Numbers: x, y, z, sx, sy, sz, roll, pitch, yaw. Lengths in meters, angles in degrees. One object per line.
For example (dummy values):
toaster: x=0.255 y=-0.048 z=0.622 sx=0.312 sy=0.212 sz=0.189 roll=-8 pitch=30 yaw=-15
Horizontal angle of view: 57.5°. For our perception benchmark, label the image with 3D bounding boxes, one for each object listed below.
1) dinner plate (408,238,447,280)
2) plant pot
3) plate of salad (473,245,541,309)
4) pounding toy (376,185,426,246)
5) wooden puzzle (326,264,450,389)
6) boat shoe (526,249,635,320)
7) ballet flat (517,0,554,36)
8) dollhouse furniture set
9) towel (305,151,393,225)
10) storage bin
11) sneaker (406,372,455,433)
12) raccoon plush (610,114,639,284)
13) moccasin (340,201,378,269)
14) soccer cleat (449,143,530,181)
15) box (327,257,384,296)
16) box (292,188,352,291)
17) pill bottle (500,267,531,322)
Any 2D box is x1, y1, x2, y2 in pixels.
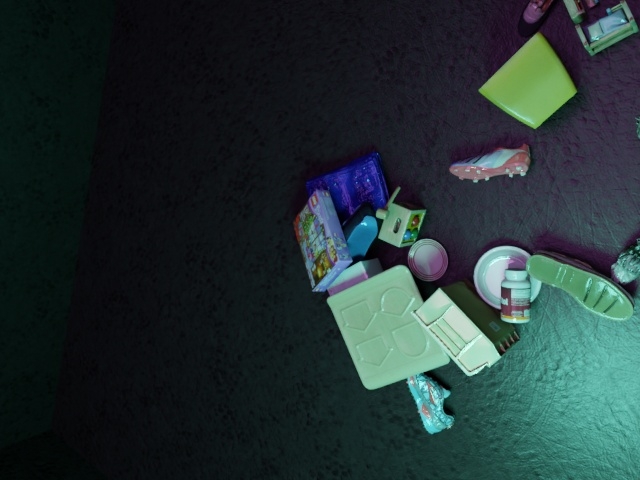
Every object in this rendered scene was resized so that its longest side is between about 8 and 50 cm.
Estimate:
dinner plate: x=0.359 y=0.065 z=1.944 sx=0.141 sy=0.017 sz=0.141 roll=3 pitch=95 yaw=33
plant pot: x=0.603 y=-0.436 z=1.641 sx=0.187 sy=0.212 sz=0.212 roll=48 pitch=118 yaw=5
plate of salad: x=0.574 y=0.115 z=1.792 sx=0.199 sy=0.048 sz=0.200 roll=2 pitch=96 yaw=22
pounding toy: x=0.262 y=-0.075 z=1.880 sx=0.094 sy=0.206 sz=0.181 roll=25 pitch=107 yaw=28
wooden puzzle: x=0.223 y=0.286 z=1.923 sx=0.322 sy=0.080 sz=0.348 roll=-28 pitch=85 yaw=29
boat shoe: x=0.742 y=0.111 z=1.647 sx=0.302 sy=0.103 sz=0.113 roll=34 pitch=126 yaw=24
ballet flat: x=0.631 y=-0.684 z=1.668 sx=0.074 sy=0.074 sz=0.203 roll=46 pitch=116 yaw=21
dollhouse furniture set: x=0.744 y=-0.621 z=1.565 sx=0.129 sy=0.129 sz=0.184 roll=-26 pitch=81 yaw=32
towel: x=0.095 y=-0.158 z=2.057 sx=0.308 sy=0.076 sz=0.228 roll=-19 pitch=84 yaw=33
storage bin: x=0.447 y=0.256 z=1.762 sx=0.260 sy=0.262 sz=0.123 roll=49 pitch=115 yaw=19
sneaker: x=0.371 y=0.502 z=1.948 sx=0.125 sy=0.104 sz=0.262 roll=-22 pitch=87 yaw=15
raccoon plush: x=0.848 y=-0.127 z=1.514 sx=0.446 sy=0.216 sz=0.299 roll=-47 pitch=62 yaw=27
moccasin: x=0.114 y=-0.004 z=2.020 sx=0.342 sy=0.137 sz=0.117 roll=-49 pitch=32 yaw=47
soccer cleat: x=0.519 y=-0.241 z=1.788 sx=0.247 sy=0.083 sz=0.095 roll=0 pitch=65 yaw=37
box: x=0.123 y=0.141 z=2.035 sx=0.170 sy=0.130 sz=0.091 roll=-30 pitch=78 yaw=32
box: x=0.000 y=0.000 z=2.007 sx=0.201 sy=0.057 sz=0.294 roll=-51 pitch=47 yaw=44
pill bottle: x=0.577 y=0.161 z=1.723 sx=0.086 sy=0.086 sz=0.152 roll=2 pitch=96 yaw=32
